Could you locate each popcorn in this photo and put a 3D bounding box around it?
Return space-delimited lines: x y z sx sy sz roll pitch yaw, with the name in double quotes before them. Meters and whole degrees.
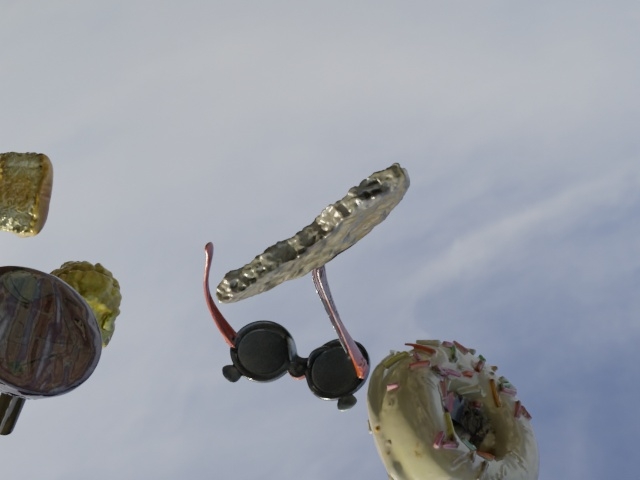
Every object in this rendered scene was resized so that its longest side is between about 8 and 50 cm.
"popcorn" -0.520 0.150 1.876 0.226 0.203 0.200 -34 -160 12

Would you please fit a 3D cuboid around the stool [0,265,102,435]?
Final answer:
"stool" -0.558 0.198 1.581 0.178 0.272 0.272 -44 -168 33

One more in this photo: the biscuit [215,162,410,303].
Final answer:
"biscuit" 0.004 -0.002 0.967 0.250 0.032 0.133 -35 166 14

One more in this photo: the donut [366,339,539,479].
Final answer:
"donut" 0.256 0.348 1.585 0.142 0.382 0.382 -44 -169 35

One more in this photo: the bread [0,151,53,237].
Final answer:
"bread" -0.597 -0.094 1.689 0.121 0.174 0.245 16 174 -26

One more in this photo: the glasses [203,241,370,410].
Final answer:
"glasses" -0.064 0.125 1.214 0.234 0.268 0.118 11 -119 25
